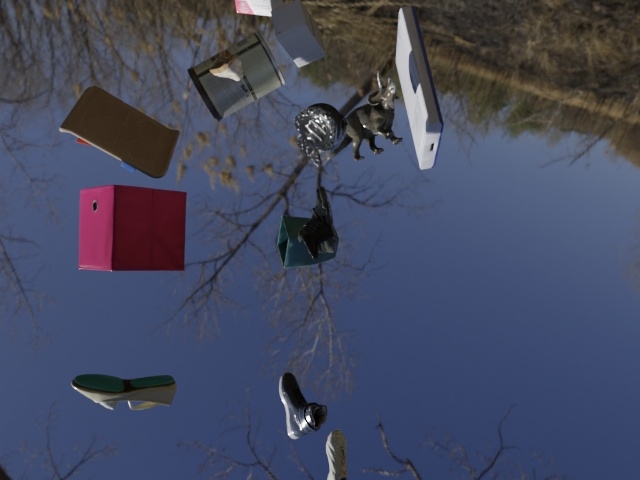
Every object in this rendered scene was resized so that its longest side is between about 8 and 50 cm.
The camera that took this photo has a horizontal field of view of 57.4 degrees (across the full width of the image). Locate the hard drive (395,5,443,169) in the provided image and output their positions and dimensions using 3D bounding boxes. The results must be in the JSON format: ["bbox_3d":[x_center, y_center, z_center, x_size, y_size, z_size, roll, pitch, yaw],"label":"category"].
[{"bbox_3d":[0.232,-0.359,1.394,0.040,0.210,0.318,-9,-111,1],"label":"hard drive"}]

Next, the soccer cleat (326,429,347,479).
[{"bbox_3d":[0.053,0.652,1.704,0.068,0.196,0.076,0,-174,-22],"label":"soccer cleat"}]

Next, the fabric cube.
[{"bbox_3d":[-0.604,-0.033,1.875,0.254,0.258,0.259,1,178,45],"label":"fabric cube"}]

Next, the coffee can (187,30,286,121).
[{"bbox_3d":[-0.286,-0.562,2.013,0.275,0.201,0.201,-29,-148,0],"label":"coffee can"}]

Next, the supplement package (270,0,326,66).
[{"bbox_3d":[-0.068,-0.655,1.855,0.105,0.105,0.179,-18,160,17],"label":"supplement package"}]

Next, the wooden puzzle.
[{"bbox_3d":[-0.673,-0.357,1.985,0.348,0.080,0.322,26,-147,-21],"label":"wooden puzzle"}]

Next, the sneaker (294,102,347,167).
[{"bbox_3d":[0.010,-0.249,1.275,0.100,0.108,0.271,44,173,0],"label":"sneaker"}]

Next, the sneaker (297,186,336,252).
[{"bbox_3d":[-0.022,-0.067,1.983,0.130,0.227,0.087,-5,180,8],"label":"sneaker"}]

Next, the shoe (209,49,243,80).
[{"bbox_3d":[-0.253,-0.469,1.590,0.058,0.076,0.219,39,-176,-26],"label":"shoe"}]

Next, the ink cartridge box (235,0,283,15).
[{"bbox_3d":[-0.250,-1.009,2.262,0.172,0.237,0.100,14,-135,22],"label":"ink cartridge box"}]

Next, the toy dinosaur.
[{"bbox_3d":[0.134,-0.329,1.676,0.121,0.313,0.160,-5,-113,-50],"label":"toy dinosaur"}]

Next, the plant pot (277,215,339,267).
[{"bbox_3d":[-0.049,0.005,2.519,0.234,0.165,0.165,0,-143,-15],"label":"plant pot"}]

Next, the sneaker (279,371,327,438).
[{"bbox_3d":[-0.057,0.544,1.988,0.086,0.163,0.226,4,-118,-40],"label":"sneaker"}]

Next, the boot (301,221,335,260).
[{"bbox_3d":[0.000,0.001,1.866,0.099,0.045,0.121,-25,-134,-2],"label":"boot"}]

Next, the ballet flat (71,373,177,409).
[{"bbox_3d":[-0.478,0.376,1.429,0.249,0.086,0.086,6,-155,-22],"label":"ballet flat"}]
